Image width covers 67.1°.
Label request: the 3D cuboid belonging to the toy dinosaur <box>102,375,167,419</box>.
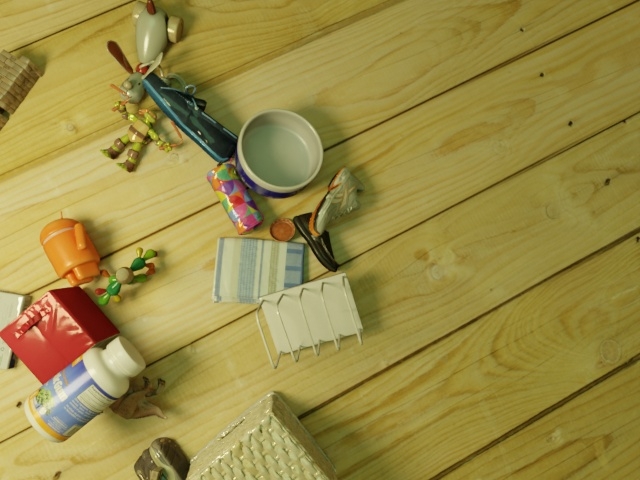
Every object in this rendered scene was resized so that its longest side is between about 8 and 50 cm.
[{"bbox_3d":[-0.587,0.457,1.407,0.295,0.127,0.200,39,82,-4],"label":"toy dinosaur"}]

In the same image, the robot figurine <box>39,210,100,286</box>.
[{"bbox_3d":[-0.744,0.025,1.436,0.128,0.158,0.219,-29,82,-23],"label":"robot figurine"}]

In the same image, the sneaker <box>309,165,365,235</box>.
[{"bbox_3d":[0.062,-0.110,1.512,0.121,0.099,0.262,33,64,-9],"label":"sneaker"}]

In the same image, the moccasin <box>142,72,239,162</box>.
[{"bbox_3d":[-0.398,-0.394,1.518,0.342,0.137,0.117,45,80,-18],"label":"moccasin"}]

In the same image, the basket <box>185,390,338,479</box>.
[{"bbox_3d":[-0.156,0.668,1.346,0.328,0.266,0.331,-39,89,-9],"label":"basket"}]

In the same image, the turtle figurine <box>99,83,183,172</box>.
[{"bbox_3d":[-0.586,-0.338,1.513,0.269,0.087,0.217,39,91,-12],"label":"turtle figurine"}]

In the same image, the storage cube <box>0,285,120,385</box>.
[{"bbox_3d":[-0.732,0.264,1.371,0.183,0.215,0.193,-41,91,-4],"label":"storage cube"}]

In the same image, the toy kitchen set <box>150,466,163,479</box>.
[{"bbox_3d":[-0.428,0.672,1.306,0.083,0.068,0.075,11,86,10],"label":"toy kitchen set"}]

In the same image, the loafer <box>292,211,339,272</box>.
[{"bbox_3d":[0.000,0.000,1.525,0.078,0.080,0.220,-34,87,-7],"label":"loafer"}]

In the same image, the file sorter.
[{"bbox_3d":[-0.031,0.236,1.409,0.277,0.173,0.193,-17,97,5],"label":"file sorter"}]

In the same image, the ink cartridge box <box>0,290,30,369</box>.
[{"bbox_3d":[-1.004,0.255,1.432,0.223,0.045,0.223,10,82,-2],"label":"ink cartridge box"}]

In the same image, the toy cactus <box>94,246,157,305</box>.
[{"bbox_3d":[-0.574,0.096,1.418,0.219,0.180,0.112,-37,93,-18],"label":"toy cactus"}]

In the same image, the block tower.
[{"bbox_3d":[-1.010,-0.426,1.487,0.097,0.091,0.335,33,81,-1],"label":"block tower"}]

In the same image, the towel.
[{"bbox_3d":[-0.195,0.099,1.523,0.284,0.034,0.209,4,81,-6],"label":"towel"}]

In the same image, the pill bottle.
[{"bbox_3d":[-0.607,0.381,1.269,0.272,0.152,0.152,-40,88,-11],"label":"pill bottle"}]

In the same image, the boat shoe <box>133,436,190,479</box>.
[{"bbox_3d":[-0.408,0.748,1.396,0.130,0.132,0.355,-37,79,2],"label":"boat shoe"}]

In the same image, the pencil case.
[{"bbox_3d":[-0.265,-0.134,1.512,0.104,0.104,0.236,-28,88,-7],"label":"pencil case"}]

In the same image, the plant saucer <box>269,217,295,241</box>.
[{"bbox_3d":[-0.122,-0.032,1.542,0.083,0.013,0.084,0,64,0],"label":"plant saucer"}]

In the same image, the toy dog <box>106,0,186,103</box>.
[{"bbox_3d":[-0.545,-0.610,1.510,0.220,0.161,0.334,-3,84,-5],"label":"toy dog"}]

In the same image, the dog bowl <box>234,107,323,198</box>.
[{"bbox_3d":[-0.131,-0.267,1.503,0.264,0.104,0.265,4,76,-18],"label":"dog bowl"}]
